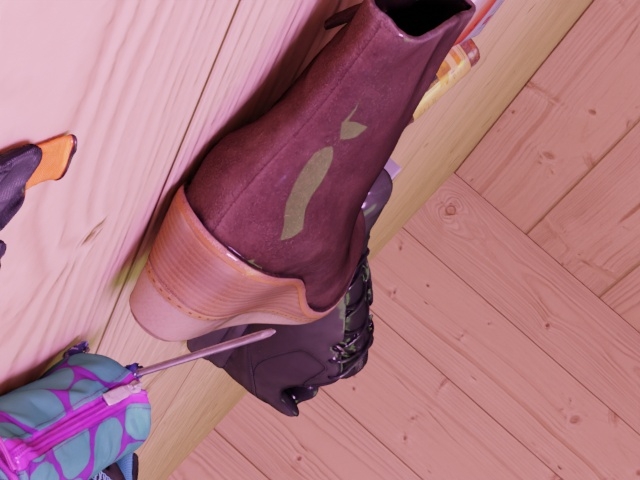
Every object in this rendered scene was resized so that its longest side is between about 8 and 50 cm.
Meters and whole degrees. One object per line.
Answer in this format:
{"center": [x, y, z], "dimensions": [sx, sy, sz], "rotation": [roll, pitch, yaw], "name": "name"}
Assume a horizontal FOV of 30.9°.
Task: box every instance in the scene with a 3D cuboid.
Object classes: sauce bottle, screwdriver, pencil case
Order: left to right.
{"center": [-0.134, 0.096, 0.546], "dimensions": [0.070, 0.064, 0.152], "rotation": [-33, 180, 16], "name": "pencil case"}
{"center": [-0.086, 0.064, 0.612], "dimensions": [0.170, 0.025, 0.024], "rotation": [-25, 147, 34], "name": "screwdriver"}
{"center": [0.055, -0.099, 0.811], "dimensions": [0.128, 0.042, 0.042], "rotation": [-45, 175, -9], "name": "sauce bottle"}

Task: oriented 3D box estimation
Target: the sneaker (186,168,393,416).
{"center": [0.000, 0.041, 0.913], "dimensions": [0.109, 0.130, 0.286], "rotation": [-42, 172, -38], "name": "sneaker"}

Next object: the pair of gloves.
{"center": [-0.110, 0.003, 0.355], "dimensions": [0.083, 0.010, 0.074], "rotation": [-52, 174, 28], "name": "pair of gloves"}

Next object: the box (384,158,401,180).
{"center": [0.000, 0.000, 1.137], "dimensions": [0.145, 0.038, 0.186], "rotation": [-46, 174, -22], "name": "box"}

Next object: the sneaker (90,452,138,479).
{"center": [-0.180, 0.172, 0.643], "dimensions": [0.341, 0.125, 0.139], "rotation": [83, 21, -80], "name": "sneaker"}

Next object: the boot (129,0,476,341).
{"center": [0.018, -0.045, 0.619], "dimensions": [0.207, 0.090, 0.248], "rotation": [-48, 172, 23], "name": "boot"}

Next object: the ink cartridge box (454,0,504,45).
{"center": [0.118, -0.190, 0.667], "dimensions": [0.179, 0.045, 0.145], "rotation": [-48, 176, 24], "name": "ink cartridge box"}
